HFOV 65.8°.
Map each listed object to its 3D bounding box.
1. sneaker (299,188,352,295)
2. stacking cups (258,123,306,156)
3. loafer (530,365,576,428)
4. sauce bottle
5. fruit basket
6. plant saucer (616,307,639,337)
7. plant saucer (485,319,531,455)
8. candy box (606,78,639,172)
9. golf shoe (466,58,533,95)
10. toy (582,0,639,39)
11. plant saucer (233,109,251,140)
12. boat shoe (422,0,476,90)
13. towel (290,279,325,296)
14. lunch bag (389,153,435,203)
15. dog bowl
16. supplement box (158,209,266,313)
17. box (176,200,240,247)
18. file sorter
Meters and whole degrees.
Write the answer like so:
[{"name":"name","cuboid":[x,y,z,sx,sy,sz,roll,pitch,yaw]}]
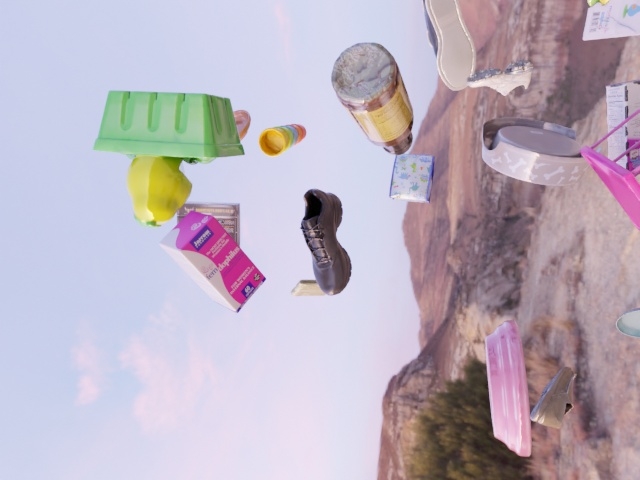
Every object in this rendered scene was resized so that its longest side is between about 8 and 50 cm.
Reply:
[{"name":"sneaker","cuboid":[0.000,0.000,1.266,0.130,0.108,0.287,24,-128,-59]},{"name":"stacking cups","cuboid":[-0.115,-0.369,1.739,0.316,0.095,0.096,-51,-38,-64]},{"name":"loafer","cuboid":[0.421,0.281,0.878,0.148,0.050,0.056,-33,-31,-37]},{"name":"sauce bottle","cuboid":[0.114,-0.240,0.920,0.344,0.111,0.112,21,-105,-72]},{"name":"fruit basket","cuboid":[-0.423,-0.225,1.385,0.283,0.391,0.393,-43,-44,-73]},{"name":"plant saucer","cuboid":[0.779,0.193,1.191,0.119,0.119,0.021,75,-155,-47]},{"name":"plant saucer","cuboid":[0.477,0.374,1.275,0.332,0.084,0.333,-5,-90,-73]},{"name":"candy box","cuboid":[0.827,-0.295,1.272,0.071,0.159,0.234,-135,34,-71]},{"name":"golf shoe","cuboid":[0.488,-0.428,1.346,0.069,0.176,0.086,-91,-12,-54]},{"name":"toy","cuboid":[0.464,-0.343,0.652,0.237,0.056,0.137,-137,48,-64]},{"name":"plant saucer","cuboid":[-0.320,-0.371,1.708,0.037,0.199,0.200,52,-136,-40]},{"name":"boat shoe","cuboid":[0.360,-0.575,1.389,0.091,0.114,0.303,-91,-16,-55]},{"name":"towel","cuboid":[-0.024,0.172,1.778,0.110,0.148,0.027,127,141,-51]},{"name":"lunch bag","cuboid":[0.295,-0.202,1.590,0.096,0.128,0.152,2,-85,-73]},{"name":"dog bowl","cuboid":[0.667,-0.279,1.536,0.349,0.348,0.102,-55,-23,-56]},{"name":"supplement box","cuboid":[-0.245,0.049,1.142,0.111,0.113,0.220,-51,-54,-21]},{"name":"box","cuboid":[-0.419,-0.052,1.856,0.056,0.230,0.183,-93,4,-78]},{"name":"file sorter","cuboid":[0.781,-0.133,1.115,0.290,0.182,0.202,43,-161,-18]}]
